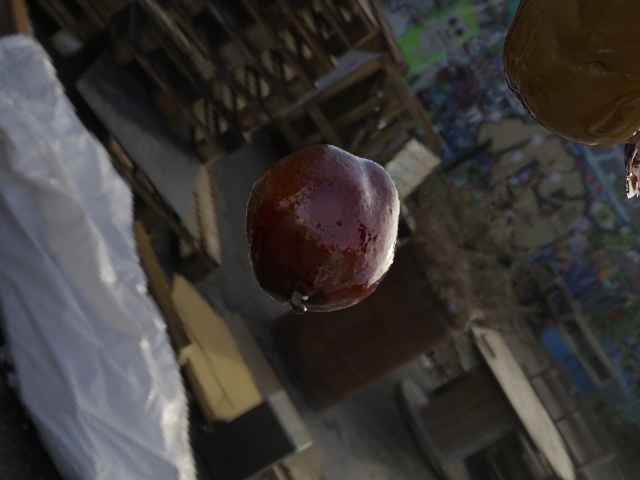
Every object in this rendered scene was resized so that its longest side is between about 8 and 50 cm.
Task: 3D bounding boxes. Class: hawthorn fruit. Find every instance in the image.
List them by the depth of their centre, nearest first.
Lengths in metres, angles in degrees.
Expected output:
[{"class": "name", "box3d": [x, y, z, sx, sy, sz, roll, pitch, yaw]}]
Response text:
[{"class": "hawthorn fruit", "box3d": [0.000, 0.000, 1.110, 0.169, 0.169, 0.188, 46, 39, -44]}]

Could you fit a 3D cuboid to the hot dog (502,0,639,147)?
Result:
[{"class": "hot dog", "box3d": [0.122, -0.113, 0.281, 0.076, 0.104, 0.250, 47, -34, 19]}]

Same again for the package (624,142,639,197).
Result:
[{"class": "package", "box3d": [0.209, -0.066, 0.665, 0.111, 0.033, 0.077, -23, 110, -49]}]
